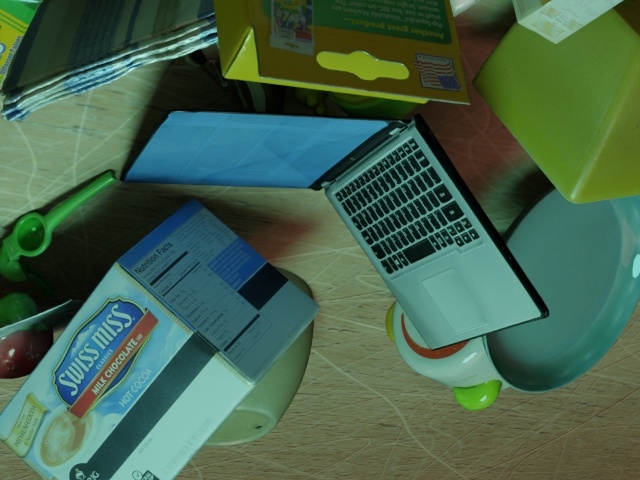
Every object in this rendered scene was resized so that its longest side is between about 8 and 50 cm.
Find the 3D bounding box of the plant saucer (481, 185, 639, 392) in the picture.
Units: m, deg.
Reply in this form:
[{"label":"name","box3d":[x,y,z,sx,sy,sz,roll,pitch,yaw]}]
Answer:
[{"label":"plant saucer","box3d":[0.325,0.054,2.204,0.317,0.043,0.318,-18,120,-33]}]

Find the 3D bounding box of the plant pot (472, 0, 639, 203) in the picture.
[{"label":"plant pot","box3d":[0.330,-0.188,1.769,0.212,0.212,0.187,-8,138,-32]}]

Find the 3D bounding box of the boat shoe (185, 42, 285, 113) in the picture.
[{"label":"boat shoe","box3d":[-0.098,-0.211,1.765,0.095,0.095,0.257,2,146,10]}]

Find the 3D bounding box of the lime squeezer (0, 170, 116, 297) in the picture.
[{"label":"lime squeezer","box3d":[-0.356,0.008,2.100,0.110,0.059,0.310,6,147,-23]}]

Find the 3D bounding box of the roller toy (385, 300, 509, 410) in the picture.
[{"label":"roller toy","box3d":[0.203,0.112,2.295,0.146,0.209,0.191,26,106,-45]}]

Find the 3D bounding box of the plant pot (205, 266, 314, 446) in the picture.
[{"label":"plant pot","box3d":[-0.141,0.182,2.326,0.284,0.191,0.284,-6,150,-3]}]

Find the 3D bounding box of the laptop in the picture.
[{"label":"laptop","box3d":[0.000,0.000,1.891,0.236,0.408,0.382,-34,-179,-17]}]

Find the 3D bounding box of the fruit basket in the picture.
[{"label":"fruit basket","box3d":[-0.467,0.137,2.170,0.353,0.165,0.327,-27,175,2]}]

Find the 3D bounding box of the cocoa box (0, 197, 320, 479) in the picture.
[{"label":"cocoa box","box3d":[-0.214,0.164,2.086,0.228,0.231,0.347,41,121,1]}]

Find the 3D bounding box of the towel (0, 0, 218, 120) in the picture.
[{"label":"towel","box3d":[-0.178,-0.221,1.601,0.285,0.209,0.034,-19,123,16]}]

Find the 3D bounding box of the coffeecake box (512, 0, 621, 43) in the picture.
[{"label":"coffeecake box","box3d":[0.272,-0.309,1.619,0.068,0.142,0.185,20,139,-41]}]

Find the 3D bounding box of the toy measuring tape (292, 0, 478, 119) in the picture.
[{"label":"toy measuring tape","box3d":[0.117,-0.207,1.787,0.330,0.121,0.121,-21,148,21]}]

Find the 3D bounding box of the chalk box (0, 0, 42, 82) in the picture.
[{"label":"chalk box","box3d":[-0.419,-0.262,1.487,0.289,0.180,0.179,8,146,-25]}]

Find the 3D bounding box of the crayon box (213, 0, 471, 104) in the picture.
[{"label":"crayon box","box3d":[0.005,-0.246,1.476,0.203,0.323,0.083,5,148,-23]}]
